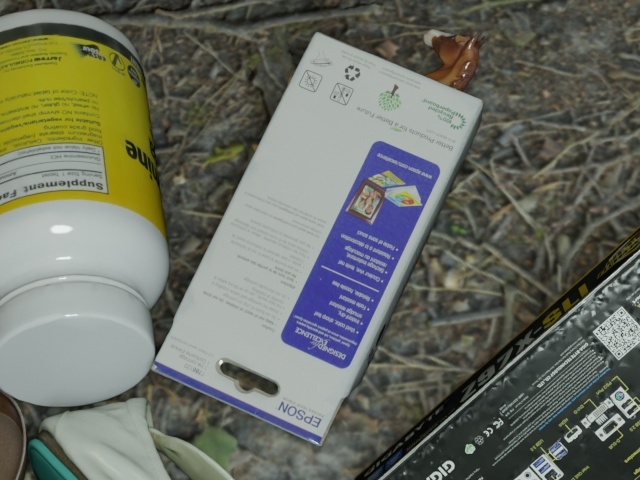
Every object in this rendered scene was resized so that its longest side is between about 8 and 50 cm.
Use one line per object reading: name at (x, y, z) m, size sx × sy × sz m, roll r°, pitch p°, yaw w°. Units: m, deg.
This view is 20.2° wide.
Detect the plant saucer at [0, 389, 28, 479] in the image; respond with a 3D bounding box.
plant saucer at (-0.313, 0.205, 1.543) m, size 0.168 × 0.029 × 0.168 m, roll -19°, pitch 49°, yaw 23°

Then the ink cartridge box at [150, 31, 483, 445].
ink cartridge box at (0.000, 0.000, 1.541) m, size 0.165 × 0.065 × 0.332 m, roll 25°, pitch 77°, yaw 9°

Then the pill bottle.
pill bottle at (-0.234, -0.029, 1.602) m, size 0.188 × 0.188 × 0.334 m, roll -15°, pitch 55°, yaw 6°

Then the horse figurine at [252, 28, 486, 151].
horse figurine at (0.029, -0.090, 1.644) m, size 0.174 × 0.066 × 0.263 m, roll 14°, pitch 61°, yaw 29°

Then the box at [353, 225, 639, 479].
box at (0.219, 0.170, 1.267) m, size 0.322 × 0.079 × 0.257 m, roll -43°, pitch 94°, yaw 9°

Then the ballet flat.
ballet flat at (-0.087, 0.259, 1.413) m, size 0.139 × 0.139 × 0.400 m, roll -37°, pitch 54°, yaw -10°
